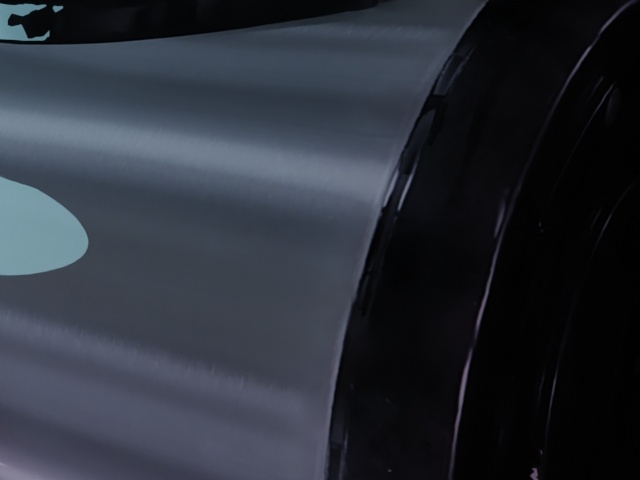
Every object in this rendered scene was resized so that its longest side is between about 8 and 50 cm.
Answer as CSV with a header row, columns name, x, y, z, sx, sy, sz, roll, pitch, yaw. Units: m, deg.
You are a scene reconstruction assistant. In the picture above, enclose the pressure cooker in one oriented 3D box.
name,x,y,z,sx,sy,sz,roll,pitch,yaw
pressure cooker,-0.043,0.026,0.595,0.420,0.375,0.370,11,156,32
